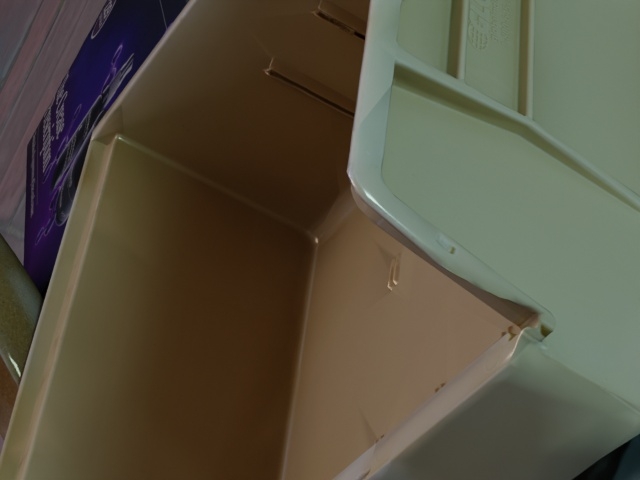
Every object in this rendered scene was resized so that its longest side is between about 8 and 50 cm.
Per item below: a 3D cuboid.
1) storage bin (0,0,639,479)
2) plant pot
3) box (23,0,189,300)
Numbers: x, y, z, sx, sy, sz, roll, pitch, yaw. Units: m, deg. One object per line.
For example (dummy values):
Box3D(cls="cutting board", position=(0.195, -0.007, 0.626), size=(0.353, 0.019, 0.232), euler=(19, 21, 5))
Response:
Box3D(cls="storage bin", position=(0.000, 0.000, 0.602), size=(0.262, 0.123, 0.260), euler=(-46, 25, 41))
Box3D(cls="plant pot", position=(-0.135, 0.072, 0.781), size=(0.032, 0.236, 0.236), euler=(-28, 11, -17))
Box3D(cls="box", position=(-0.085, -0.062, 0.945), size=(0.184, 0.103, 0.261), euler=(-56, 20, 15))
